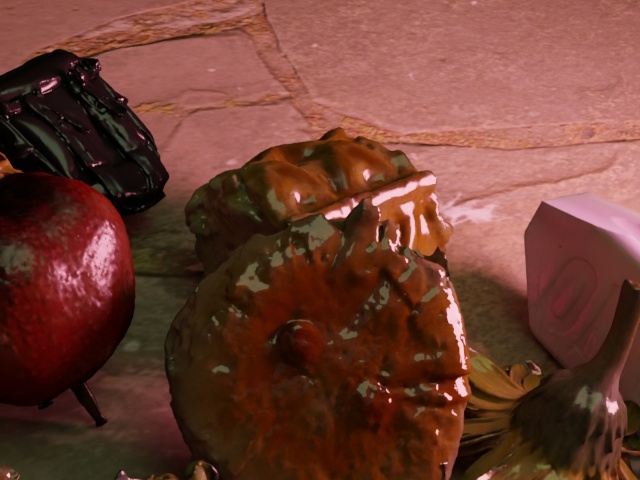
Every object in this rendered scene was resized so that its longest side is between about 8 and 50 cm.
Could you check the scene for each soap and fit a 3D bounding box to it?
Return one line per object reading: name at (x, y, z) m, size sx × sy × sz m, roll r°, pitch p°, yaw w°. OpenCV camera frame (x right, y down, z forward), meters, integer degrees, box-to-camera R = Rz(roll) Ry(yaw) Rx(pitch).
soap at (0.385, 0.098, 1.485) m, size 0.115 × 0.208 × 0.347 m, roll -13°, pitch 51°, yaw -39°

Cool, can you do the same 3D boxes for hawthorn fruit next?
hawthorn fruit at (-0.273, 0.066, 1.187) m, size 0.266 × 0.210 × 0.230 m, roll 60°, pitch 35°, yaw -7°

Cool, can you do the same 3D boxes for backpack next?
backpack at (-0.293, -0.115, 1.459) m, size 0.258 × 0.133 × 0.206 m, roll 42°, pitch 44°, yaw 12°

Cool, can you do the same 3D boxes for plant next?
plant at (0.287, 0.209, 1.324) m, size 0.261 × 0.297 × 0.306 m, roll 46°, pitch 14°, yaw -22°

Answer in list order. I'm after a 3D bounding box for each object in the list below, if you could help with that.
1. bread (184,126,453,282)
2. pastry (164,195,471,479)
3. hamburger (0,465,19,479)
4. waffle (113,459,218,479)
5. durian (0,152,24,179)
bread at (-0.001, -0.006, 1.418) m, size 0.238 × 0.196 × 0.252 m, roll 38°, pitch 42°, yaw 20°
pastry at (-0.003, 0.128, 1.211) m, size 0.330 × 0.136 × 0.329 m, roll 2°, pitch 83°, yaw -14°
hamburger at (-0.324, 0.272, 0.987) m, size 0.206 × 0.130 × 0.183 m, roll 1°, pitch 38°, yaw 0°
waffle at (-0.110, 0.324, 0.998) m, size 0.317 × 0.073 × 0.297 m, roll -12°, pitch 65°, yaw -55°
durian at (-0.426, -0.060, 1.296) m, size 0.260 × 0.186 × 0.154 m, roll 2°, pitch 34°, yaw -7°
